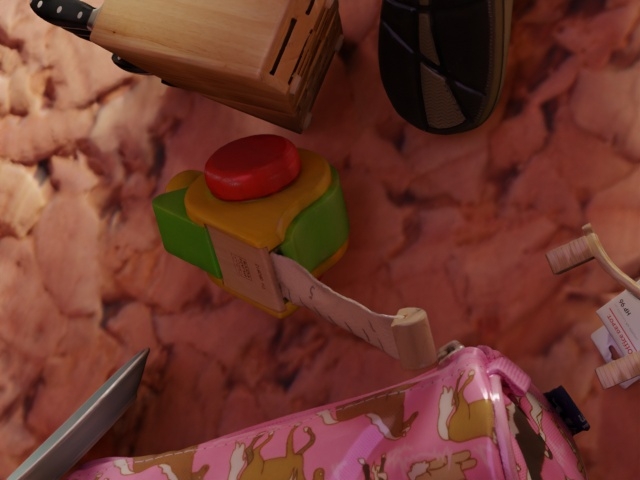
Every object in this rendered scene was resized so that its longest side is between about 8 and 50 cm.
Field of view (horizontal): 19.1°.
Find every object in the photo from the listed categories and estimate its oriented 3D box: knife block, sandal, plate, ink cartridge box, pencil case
[{"bbox_3d":[-0.109,-0.168,1.388,0.242,0.276,0.088,21,86,4],"label":"knife block"},{"bbox_3d":[0.106,-0.224,1.329,0.120,0.086,0.303,24,117,28],"label":"sandal"},{"bbox_3d":[-0.186,0.150,1.384,0.188,0.188,0.024,-43,94,13],"label":"plate"},{"bbox_3d":[0.215,0.054,1.245,0.083,0.028,0.048,-38,60,16],"label":"ink cartridge box"},{"bbox_3d":[-0.014,0.192,1.263,0.386,0.160,0.167,-20,42,25],"label":"pencil case"}]

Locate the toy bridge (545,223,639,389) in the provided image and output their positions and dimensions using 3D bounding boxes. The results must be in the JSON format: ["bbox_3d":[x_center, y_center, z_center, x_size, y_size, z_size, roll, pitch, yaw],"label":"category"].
[{"bbox_3d":[0.206,0.076,1.212,0.063,0.026,0.188,-25,82,16],"label":"toy bridge"}]

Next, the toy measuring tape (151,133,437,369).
[{"bbox_3d":[0.000,0.000,1.318,0.330,0.121,0.121,24,88,50],"label":"toy measuring tape"}]
